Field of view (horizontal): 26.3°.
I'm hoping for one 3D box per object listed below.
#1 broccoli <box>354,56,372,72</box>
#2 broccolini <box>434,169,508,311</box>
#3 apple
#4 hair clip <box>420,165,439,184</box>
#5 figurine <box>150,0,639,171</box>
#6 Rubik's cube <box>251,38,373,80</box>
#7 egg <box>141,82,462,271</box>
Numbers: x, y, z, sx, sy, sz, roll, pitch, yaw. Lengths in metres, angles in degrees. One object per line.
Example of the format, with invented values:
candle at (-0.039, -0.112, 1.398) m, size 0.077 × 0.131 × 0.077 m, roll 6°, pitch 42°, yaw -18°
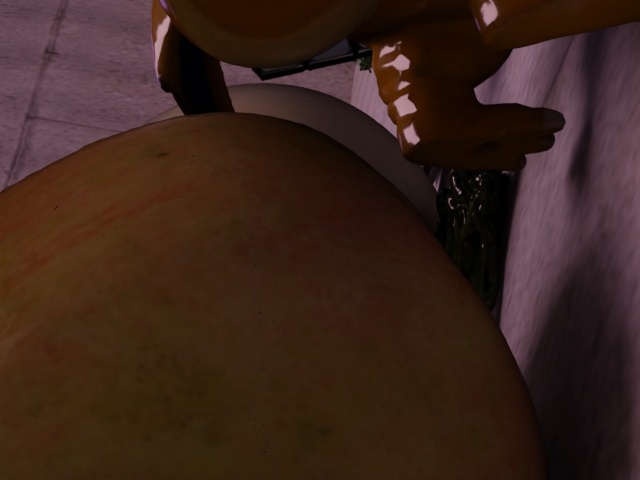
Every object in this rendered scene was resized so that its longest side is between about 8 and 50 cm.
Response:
broccoli at (0.032, -0.280, 1.186) m, size 0.261 × 0.242 × 0.269 m, roll 15°, pitch 125°, yaw 69°
broccolini at (0.072, 0.061, 0.758) m, size 0.071 × 0.058 × 0.254 m, roll 38°, pitch -127°, yaw -42°
apple at (-0.066, 0.118, 0.564) m, size 0.319 × 0.277 × 0.319 m, roll 50°, pitch 151°, yaw 40°
hair clip at (0.074, -0.017, 1.146) m, size 0.140 × 0.054 × 0.220 m, roll -68°, pitch -8°, yaw -70°
figurine at (0.016, -0.241, 0.590) m, size 0.401 × 0.268 × 0.387 m, roll 65°, pitch -165°, yaw -70°
Rubik's cube at (0.023, -0.241, 0.930) m, size 0.187 × 0.182 × 0.184 m, roll -82°, pitch -22°, yaw -59°
egg at (0.002, 0.004, 0.865) m, size 0.174 × 0.264 × 0.286 m, roll -33°, pitch 1°, yaw 44°
